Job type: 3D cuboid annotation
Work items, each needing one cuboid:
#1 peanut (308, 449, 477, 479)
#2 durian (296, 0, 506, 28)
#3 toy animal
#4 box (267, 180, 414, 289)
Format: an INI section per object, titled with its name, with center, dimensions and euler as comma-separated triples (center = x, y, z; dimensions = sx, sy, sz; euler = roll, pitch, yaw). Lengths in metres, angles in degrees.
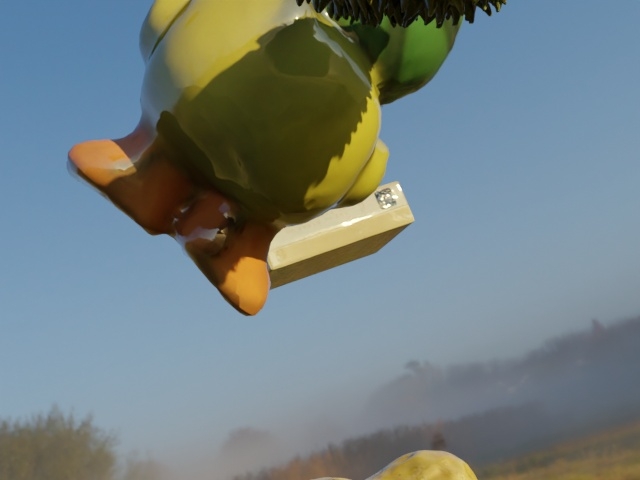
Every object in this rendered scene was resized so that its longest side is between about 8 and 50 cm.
[peanut]
center = 0.030, 0.292, 0.903
dimensions = 0.319, 0.147, 0.147
euler = -20, -13, -30
[durian]
center = 0.053, -0.156, 0.468
dimensions = 0.137, 0.095, 0.221
euler = -55, -29, 15
[toy animal]
center = -0.020, -0.128, 0.689
dimensions = 0.338, 0.216, 0.191
euler = -54, 9, -4
[box]
center = 0.000, 0.000, 1.165
dimensions = 0.201, 0.058, 0.141
euler = -18, -11, -24
